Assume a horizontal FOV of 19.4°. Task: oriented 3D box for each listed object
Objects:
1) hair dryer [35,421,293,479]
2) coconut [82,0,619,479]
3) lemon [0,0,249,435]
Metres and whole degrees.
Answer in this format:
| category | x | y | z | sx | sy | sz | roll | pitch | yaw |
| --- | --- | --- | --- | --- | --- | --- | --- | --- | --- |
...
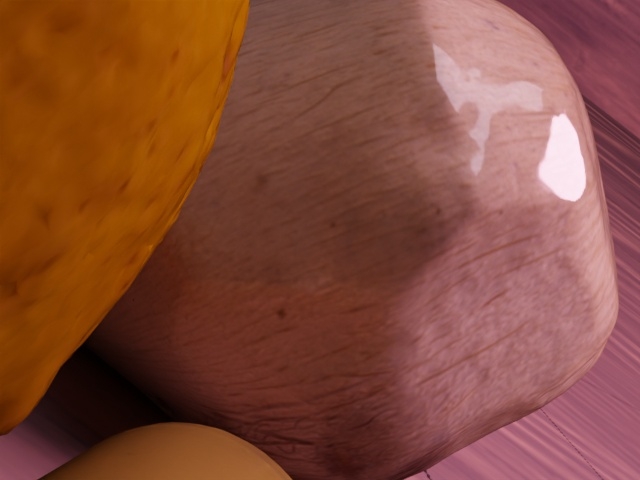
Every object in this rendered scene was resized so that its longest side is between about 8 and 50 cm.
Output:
| category | x | y | z | sx | sy | sz | roll | pitch | yaw |
| --- | --- | --- | --- | --- | --- | --- | --- | --- | --- |
| hair dryer | 0.012 | 0.169 | 0.473 | 0.279 | 0.090 | 0.135 | 46 | 14 | 5 |
| coconut | 0.000 | 0.000 | 0.722 | 0.224 | 0.224 | 0.224 | 35 | 15 | -11 |
| lemon | -0.142 | -0.069 | 0.443 | 0.253 | 0.310 | 0.253 | 5 | 37 | -3 |
